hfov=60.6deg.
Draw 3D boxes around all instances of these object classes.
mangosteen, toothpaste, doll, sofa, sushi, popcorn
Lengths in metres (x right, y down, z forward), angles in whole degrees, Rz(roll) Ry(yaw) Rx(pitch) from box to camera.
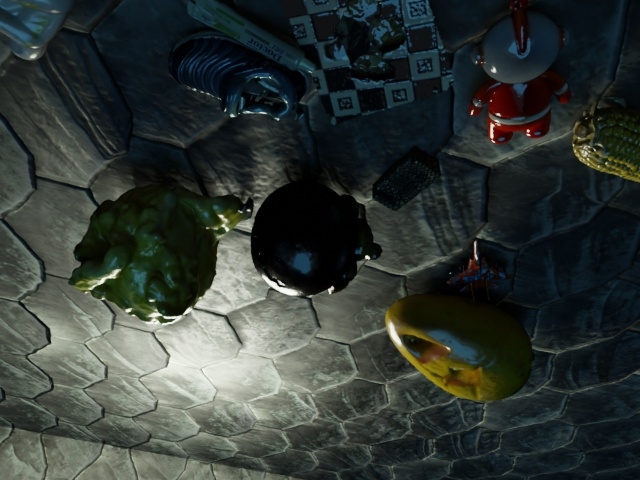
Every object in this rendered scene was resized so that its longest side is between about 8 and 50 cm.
[{"bbox_3d":[0.000,0.000,0.974,0.250,0.211,0.211,7,141,-20],"label":"mangosteen"},{"bbox_3d":[-0.093,-0.280,0.744,0.197,0.029,0.048,29,140,-2],"label":"toothpaste"},{"bbox_3d":[0.273,-0.230,0.758,0.142,0.076,0.245,-9,142,15],"label":"doll"},{"bbox_3d":[0.146,-0.103,0.948,0.060,0.039,0.118,28,135,-24],"label":"sofa"},{"bbox_3d":[0.066,-0.276,0.748,0.193,0.040,0.210,-12,133,21],"label":"sushi"},{"bbox_3d":[-0.301,0.019,0.985,0.237,0.293,0.293,27,139,3],"label":"popcorn"}]

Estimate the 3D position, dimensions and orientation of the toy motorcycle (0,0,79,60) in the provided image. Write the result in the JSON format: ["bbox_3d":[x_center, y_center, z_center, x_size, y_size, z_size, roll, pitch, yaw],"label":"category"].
[{"bbox_3d":[-0.393,-0.331,0.681,0.341,0.108,0.223,-7,139,16],"label":"toy motorcycle"}]

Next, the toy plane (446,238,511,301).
[{"bbox_3d":[0.315,0.050,1.099,0.130,0.061,0.189,-6,135,14],"label":"toy plane"}]

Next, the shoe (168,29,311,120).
[{"bbox_3d":[-0.116,-0.227,0.779,0.207,0.106,0.091,14,138,-2],"label":"shoe"}]

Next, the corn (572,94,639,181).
[{"bbox_3d":[0.516,-0.130,0.838,0.293,0.106,0.106,15,139,-16],"label":"corn"}]

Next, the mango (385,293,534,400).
[{"bbox_3d":[0.312,0.229,1.236,0.365,0.182,0.253,29,137,-11],"label":"mango"}]
